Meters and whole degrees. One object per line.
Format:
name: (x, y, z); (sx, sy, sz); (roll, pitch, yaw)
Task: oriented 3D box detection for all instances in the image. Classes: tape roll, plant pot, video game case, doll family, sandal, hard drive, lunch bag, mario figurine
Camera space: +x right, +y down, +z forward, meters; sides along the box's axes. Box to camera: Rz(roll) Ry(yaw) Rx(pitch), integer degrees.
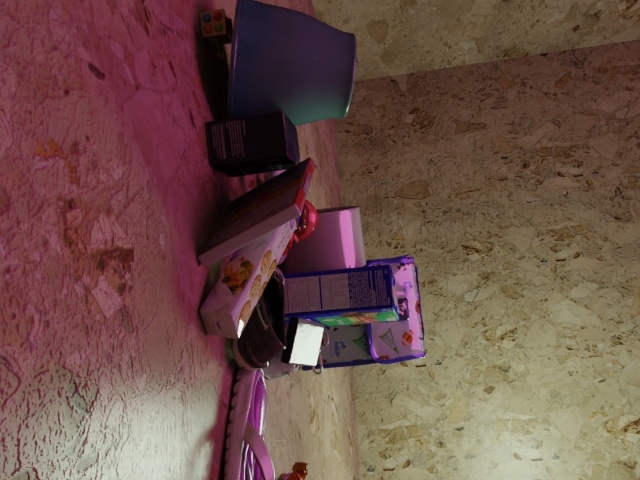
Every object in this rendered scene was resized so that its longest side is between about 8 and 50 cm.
tape roll: (0.000, 0.000, 1.792); (0.246, 0.246, 0.169); (-44, 127, -80)
plant pot: (-0.060, -0.366, 1.363); (0.271, 0.255, 0.271); (-175, -90, -84)
video game case: (-0.112, -0.063, 1.203); (0.025, 0.204, 0.285); (57, 17, -18)
doll family: (-0.052, 0.576, 1.386); (0.263, 0.119, 0.163); (52, 32, -75)
sandal: (-0.109, 0.415, 1.158); (0.169, 0.102, 0.416); (72, 12, -55)
hard drive: (-0.035, 0.213, 1.323); (0.135, 0.022, 0.094); (30, 71, -64)
lunch bag: (0.122, 0.223, 1.973); (0.239, 0.386, 0.327); (16, 69, -82)
mario figurine: (-0.111, -0.056, 1.500); (0.170, 0.198, 0.320); (40, -3, 4)

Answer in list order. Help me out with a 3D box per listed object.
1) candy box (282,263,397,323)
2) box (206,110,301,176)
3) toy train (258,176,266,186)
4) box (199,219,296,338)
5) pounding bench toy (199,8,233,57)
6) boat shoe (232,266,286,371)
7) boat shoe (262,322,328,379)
candy box: (0.040, 0.157, 1.680); (0.268, 0.317, 0.122); (54, 32, -73)
box: (-0.133, -0.194, 1.300); (0.156, 0.158, 0.093); (18, 65, -82)
toy train: (-0.135, -0.162, 1.688); (0.166, 0.046, 0.125); (60, 23, -78)
box: (-0.128, 0.044, 1.195); (0.324, 0.063, 0.067); (-65, 154, -47)
pounding bench toy: (-0.212, -0.423, 1.303); (0.065, 0.052, 0.083); (5, 78, -82)
boat shoe: (-0.107, 0.128, 1.322); (0.112, 0.096, 0.335); (49, 23, -30)
boat shoe: (-0.054, 0.255, 1.501); (0.367, 0.157, 0.135); (38, 46, -79)
